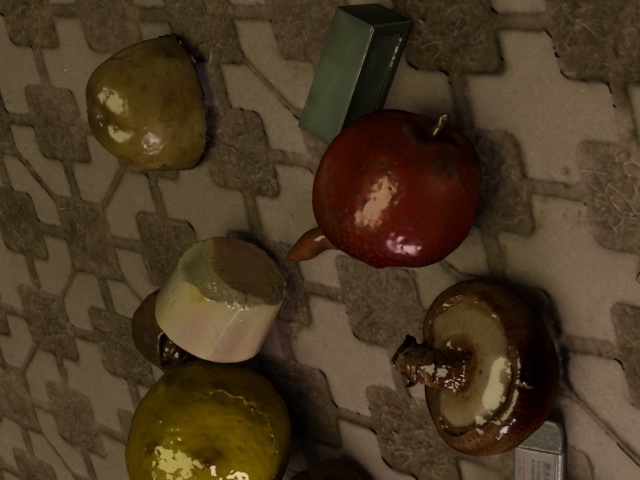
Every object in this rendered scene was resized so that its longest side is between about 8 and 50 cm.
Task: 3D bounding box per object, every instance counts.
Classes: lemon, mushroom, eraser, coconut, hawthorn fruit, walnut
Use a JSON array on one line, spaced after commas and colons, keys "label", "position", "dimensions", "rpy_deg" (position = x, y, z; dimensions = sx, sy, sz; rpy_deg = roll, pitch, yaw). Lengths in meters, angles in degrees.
[{"label": "lemon", "position": [-0.231, 0.415, 1.880], "dimensions": [0.387, 0.349, 0.350], "rpy_deg": [155, 91, -82]}, {"label": "mushroom", "position": [0.270, 0.215, 1.539], "dimensions": [0.278, 0.163, 0.297], "rpy_deg": [2, 86, 31]}, {"label": "eraser", "position": [0.388, 0.464, 1.607], "dimensions": [0.089, 0.061, 0.352], "rpy_deg": [6, 107, 26]}, {"label": "coconut", "position": [-0.206, 0.134, 1.843], "dimensions": [0.239, 0.239, 0.244], "rpy_deg": [43, 122, 18]}, {"label": "hawthorn fruit", "position": [0.134, -0.090, 1.491], "dimensions": [0.275, 0.275, 0.300], "rpy_deg": [41, 124, 19]}, {"label": "walnut", "position": [-0.344, 0.201, 2.028], "dimensions": [0.204, 0.141, 0.238], "rpy_deg": [52, 125, 18]}]

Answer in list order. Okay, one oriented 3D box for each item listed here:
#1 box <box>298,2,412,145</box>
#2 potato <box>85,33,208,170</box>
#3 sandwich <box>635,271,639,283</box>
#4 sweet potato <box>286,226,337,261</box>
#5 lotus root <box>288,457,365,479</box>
[{"label": "box", "position": [0.062, -0.286, 1.570], "dimensions": [0.086, 0.129, 0.225], "rpy_deg": [34, 122, 24]}, {"label": "potato", "position": [-0.363, -0.268, 1.843], "dimensions": [0.242, 0.242, 0.286], "rpy_deg": [18, 118, 31]}, {"label": "sandwich", "position": [0.518, 0.046, 1.397], "dimensions": [0.044, 0.083, 0.031], "rpy_deg": [-32, 75, -5]}, {"label": "sweet potato", "position": [0.000, 0.002, 1.757], "dimensions": [0.202, 0.058, 0.055], "rpy_deg": [-19, 72, 40]}, {"label": "lotus root", "position": [-0.019, 0.598, 1.825], "dimensions": [0.316, 0.316, 0.250], "rpy_deg": [-43, 62, 37]}]
